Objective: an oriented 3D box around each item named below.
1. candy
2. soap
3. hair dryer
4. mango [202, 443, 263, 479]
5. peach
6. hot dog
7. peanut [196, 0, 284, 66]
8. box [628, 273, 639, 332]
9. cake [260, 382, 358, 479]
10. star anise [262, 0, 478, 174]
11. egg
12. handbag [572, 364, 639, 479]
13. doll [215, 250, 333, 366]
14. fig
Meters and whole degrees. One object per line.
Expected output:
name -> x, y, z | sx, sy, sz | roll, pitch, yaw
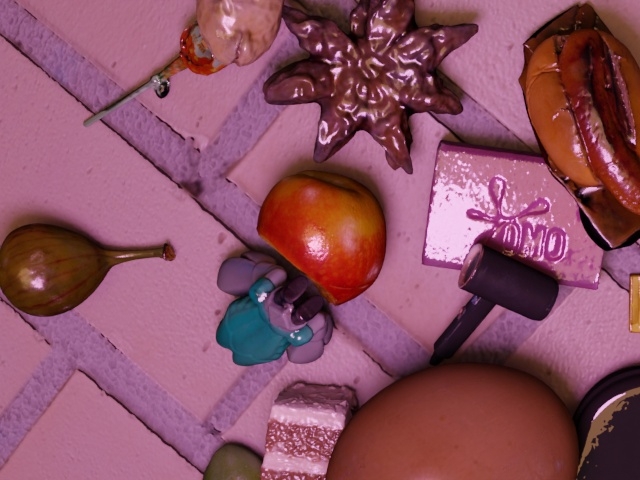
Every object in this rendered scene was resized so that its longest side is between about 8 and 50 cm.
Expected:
candy -> -0.243, -0.238, 1.777 | 0.287, 0.084, 0.078 | -29, 99, 21
soap -> 0.283, -0.037, 1.714 | 0.259, 0.081, 0.181 | 10, 102, 8
hair dryer -> 0.231, 0.113, 1.727 | 0.128, 0.070, 0.255 | 23, 138, -6
mango -> -0.130, 0.444, 1.867 | 0.156, 0.114, 0.251 | 11, 90, 18
peach -> 0.000, 0.000, 1.720 | 0.190, 0.190, 0.192 | 9, 101, 8
hot dog -> 0.381, -0.167, 1.607 | 0.194, 0.107, 0.326 | -31, 80, 0
peanut -> -0.106, -0.383, 1.674 | 0.130, 0.130, 0.290 | 5, 80, 9
box -> 0.523, 0.091, 1.728 | 0.155, 0.023, 0.087 | 0, 103, 10
cake -> -0.016, 0.297, 1.802 | 0.134, 0.135, 0.147 | 2, 101, 12
star anise -> 0.069, -0.252, 1.696 | 0.315, 0.108, 0.315 | 2, 103, 9
egg -> 0.183, 0.322, 1.667 | 0.374, 0.301, 0.301 | -35, 94, -17
handbag -> 0.476, 0.329, 1.747 | 0.253, 0.093, 0.308 | 17, 103, 5
doll -> -0.054, 0.116, 1.754 | 0.258, 0.153, 0.195 | 9, 128, 51
fig -> -0.360, 0.022, 1.825 | 0.259, 0.151, 0.151 | -21, 97, -11
